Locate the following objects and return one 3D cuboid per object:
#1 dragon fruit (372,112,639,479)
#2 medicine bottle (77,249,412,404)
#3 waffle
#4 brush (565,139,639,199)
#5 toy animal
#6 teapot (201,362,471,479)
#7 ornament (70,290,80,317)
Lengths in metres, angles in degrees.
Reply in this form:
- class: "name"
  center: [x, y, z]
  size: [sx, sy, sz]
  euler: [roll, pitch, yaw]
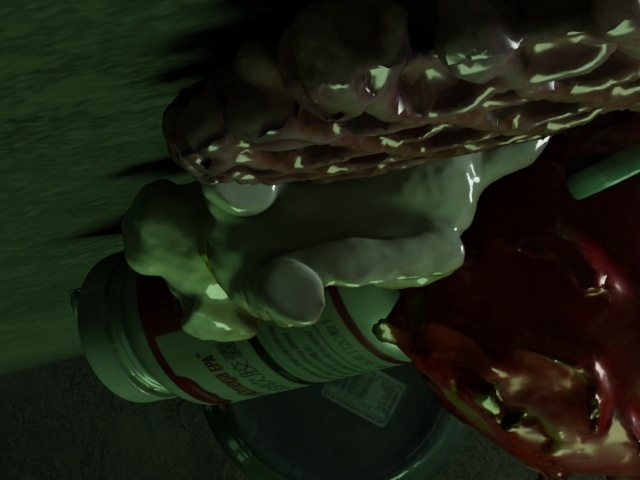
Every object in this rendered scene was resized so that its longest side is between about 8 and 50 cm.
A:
- class: "dragon fruit"
  center: [0.157, 0.004, 0.790]
  size: [0.268, 0.205, 0.210]
  euler: [-55, -175, -37]
- class: "medicine bottle"
  center: [-0.032, 0.032, 0.940]
  size: [0.250, 0.131, 0.131]
  euler: [-17, 174, 35]
- class: "waffle"
  center: [0.062, -0.061, 0.522]
  size: [0.234, 0.055, 0.221]
  euler: [-14, 178, -19]
- class: "brush"
  center: [0.237, -0.068, 0.556]
  size: [0.297, 0.060, 0.068]
  euler: [-27, 178, 14]
- class: "toy animal"
  center: [0.004, -0.012, 0.737]
  size: [0.184, 0.104, 0.185]
  euler: [-19, 174, -25]
- class: "teapot"
  center: [0.045, 0.105, 1.406]
  size: [0.300, 0.253, 0.344]
  euler: [6, -177, 2]
- class: "ornament"
  center: [-0.189, 0.056, 1.394]
  size: [0.092, 0.041, 0.068]
  euler: [-1, 151, -11]
